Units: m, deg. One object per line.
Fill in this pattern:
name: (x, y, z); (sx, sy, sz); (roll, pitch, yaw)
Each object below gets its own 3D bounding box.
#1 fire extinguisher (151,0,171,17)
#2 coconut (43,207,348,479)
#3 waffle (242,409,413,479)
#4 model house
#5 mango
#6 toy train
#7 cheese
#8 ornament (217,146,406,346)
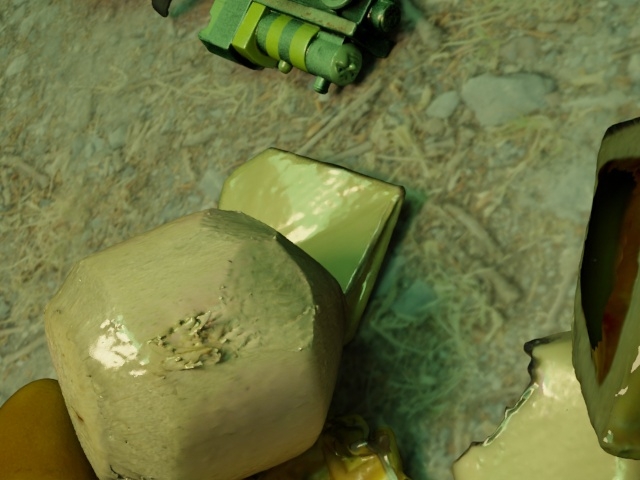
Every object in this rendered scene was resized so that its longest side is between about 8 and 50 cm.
fire extinguisher: (-0.059, -0.384, 1.226); (0.376, 0.200, 0.113); (-44, 69, 6)
coconut: (-0.085, 0.079, 0.914); (0.234, 0.224, 0.224); (-22, 49, -13)
waffle: (-0.001, 0.256, 0.909); (0.280, 0.060, 0.262); (2, 68, 38)
model house: (0.294, 0.043, 0.780); (0.239, 0.173, 0.268); (16, 70, -3)
mango: (-0.251, 0.233, 1.058); (0.138, 0.113, 0.253); (-24, 47, 26)
toy train: (-0.016, -0.216, 1.176); (0.200, 0.083, 0.132); (28, 93, 40)
cheese: (0.191, 0.186, 0.814); (0.163, 0.071, 0.249); (-40, 50, 10)
ornament: (0.000, 0.000, 1.058); (0.180, 0.059, 0.201); (-28, 56, 19)
